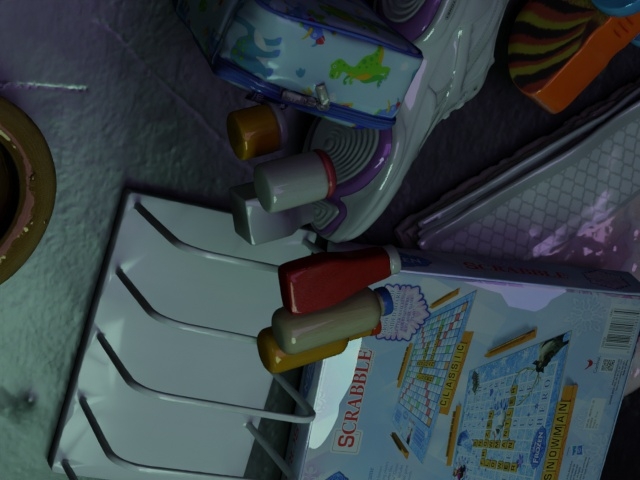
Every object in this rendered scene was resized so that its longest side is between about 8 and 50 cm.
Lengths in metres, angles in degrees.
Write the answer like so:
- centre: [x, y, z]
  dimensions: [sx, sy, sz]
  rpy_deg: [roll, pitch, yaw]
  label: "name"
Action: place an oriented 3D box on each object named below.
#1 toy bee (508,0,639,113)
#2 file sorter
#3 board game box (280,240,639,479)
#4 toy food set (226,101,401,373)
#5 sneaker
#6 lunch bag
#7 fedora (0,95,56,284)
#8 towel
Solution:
- centre: [0.295, -0.262, 1.415]
  dimensions: [0.298, 0.162, 0.195]
  rpy_deg: [-26, 146, 0]
  label: "toy bee"
- centre: [-0.103, 0.123, 1.336]
  dimensions: [0.193, 0.173, 0.277]
  rpy_deg: [12, 101, -25]
  label: "file sorter"
- centre: [0.135, 0.170, 1.465]
  dimensions: [0.318, 0.066, 0.318]
  rpy_deg: [7, 109, -15]
  label: "board game box"
- centre: [0.000, 0.000, 1.180]
  dimensions: [0.104, 0.111, 0.232]
  rpy_deg: [-16, 112, -20]
  label: "toy food set"
- centre: [0.090, -0.128, 1.369]
  dimensions: [0.152, 0.114, 0.305]
  rpy_deg: [10, 111, -47]
  label: "sneaker"
- centre: [-0.020, -0.176, 1.249]
  dimensions: [0.176, 0.219, 0.090]
  rpy_deg: [13, 112, -29]
  label: "lunch bag"
- centre: [-0.321, -0.042, 1.245]
  dimensions: [0.194, 0.079, 0.194]
  rpy_deg: [-6, 107, -22]
  label: "fedora"
- centre: [0.276, 0.035, 1.535]
  dimensions: [0.332, 0.053, 0.317]
  rpy_deg: [-32, 116, -10]
  label: "towel"
